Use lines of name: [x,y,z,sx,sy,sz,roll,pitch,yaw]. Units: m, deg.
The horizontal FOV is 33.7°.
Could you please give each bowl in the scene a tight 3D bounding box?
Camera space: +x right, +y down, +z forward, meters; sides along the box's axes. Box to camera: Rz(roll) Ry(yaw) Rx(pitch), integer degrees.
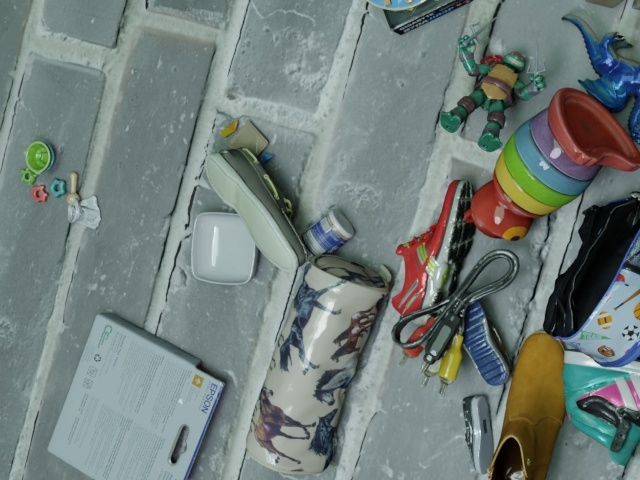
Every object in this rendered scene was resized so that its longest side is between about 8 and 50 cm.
bowl: [-0.183,0.016,2.109,0.142,0.053,0.142,5,91,24]

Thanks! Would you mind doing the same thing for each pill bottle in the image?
pill bottle: [0.000,0.000,2.020,0.120,0.067,0.067,-38,75,19]

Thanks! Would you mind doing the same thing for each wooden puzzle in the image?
wooden puzzle: [-0.145,-0.194,2.116,0.078,0.014,0.116,-41,74,23]

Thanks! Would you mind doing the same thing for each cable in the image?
cable: [0.233,0.124,1.862,0.139,0.072,0.287,34,93,21]

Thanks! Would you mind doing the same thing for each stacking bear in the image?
stacking bear: [0.365,-0.105,1.788,0.289,0.175,0.164,-48,51,40]

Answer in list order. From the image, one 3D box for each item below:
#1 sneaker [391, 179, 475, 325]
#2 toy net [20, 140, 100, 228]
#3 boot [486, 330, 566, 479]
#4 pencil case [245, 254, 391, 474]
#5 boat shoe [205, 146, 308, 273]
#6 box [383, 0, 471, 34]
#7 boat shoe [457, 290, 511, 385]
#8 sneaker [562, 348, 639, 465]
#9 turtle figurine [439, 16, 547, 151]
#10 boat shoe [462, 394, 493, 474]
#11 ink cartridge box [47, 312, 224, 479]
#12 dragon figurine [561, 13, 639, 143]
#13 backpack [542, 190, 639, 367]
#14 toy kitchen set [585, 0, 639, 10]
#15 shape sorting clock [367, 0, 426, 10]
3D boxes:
sneaker: [0.197,0.015,1.916,0.118,0.107,0.279,22,98,28]
toy net: [-0.568,-0.102,2.284,0.122,0.045,0.232,-46,73,16]
boot: [0.351,0.305,1.785,0.104,0.211,0.295,6,92,23]
pencil case: [0.001,0.227,1.972,0.160,0.183,0.410,28,102,50]
boat shoe: [-0.107,-0.066,2.018,0.305,0.091,0.109,51,148,26]
box: [0.205,-0.504,1.941,0.220,0.051,0.175,-22,81,22]
boat shoe: [0.286,0.175,1.893,0.066,0.066,0.183,-27,74,23]
sneaker: [0.537,0.288,1.749,0.295,0.123,0.179,8,88,31]
turtle figurine: [0.309,-0.272,1.840,0.175,0.118,0.234,21,67,24]
boat shoe: [0.282,0.350,1.909,0.040,0.049,0.142,-6,86,43]
ink cartridge box: [-0.375,0.362,2.185,0.330,0.071,0.324,25,99,19]
dragon figurine: [0.493,-0.270,1.794,0.289,0.085,0.144,38,104,18]
backpack: [0.486,0.074,1.695,0.213,0.276,0.263,36,87,2]
toy kitchen set: [0.572,-0.462,1.764,0.207,0.122,0.166,16,96,3]
shape sorting clock: [0.142,-0.522,1.918,0.206,0.040,0.206,-1,88,25]
